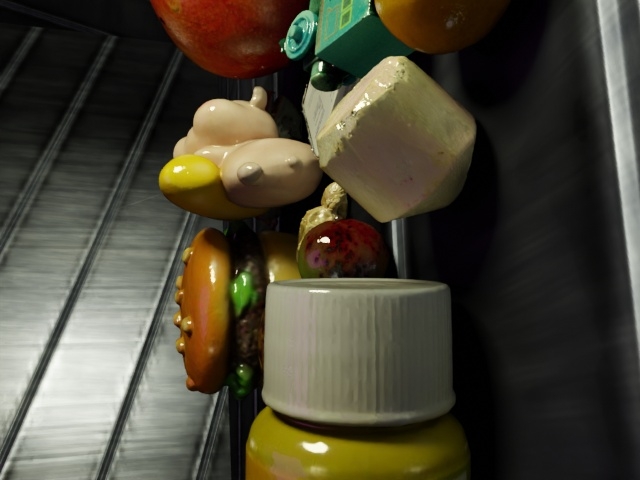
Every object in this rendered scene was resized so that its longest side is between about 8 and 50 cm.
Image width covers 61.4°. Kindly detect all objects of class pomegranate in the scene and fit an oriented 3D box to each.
[{"bbox_3d":[0.036,0.045,0.732,0.129,0.129,0.159,118,141,-57],"label":"pomegranate"}]

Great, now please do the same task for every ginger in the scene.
[{"bbox_3d":[-0.002,0.003,0.933,0.115,0.081,0.205,-91,12,-50],"label":"ginger"}]

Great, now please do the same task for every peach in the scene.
[{"bbox_3d":[-0.163,-0.511,1.075,0.388,0.388,0.388,-179,90,-74],"label":"peach"}]

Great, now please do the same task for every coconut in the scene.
[{"bbox_3d":[0.084,-0.094,0.552,0.147,0.152,0.147,-46,16,18],"label":"coconut"}]

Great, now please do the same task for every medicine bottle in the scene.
[{"bbox_3d":[0.019,-0.267,0.937,0.201,0.052,0.171,108,157,-43],"label":"medicine bottle"},{"bbox_3d":[0.035,0.234,0.542,0.224,0.224,0.384,179,91,-74],"label":"medicine bottle"}]

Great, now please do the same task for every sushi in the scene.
[{"bbox_3d":[-0.114,-0.183,1.278,0.124,0.130,0.332,-102,26,-52],"label":"sushi"}]

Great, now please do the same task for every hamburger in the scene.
[{"bbox_3d":[-0.189,0.146,1.221,0.396,0.277,0.396,-178,90,-72],"label":"hamburger"}]

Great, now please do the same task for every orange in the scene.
[{"bbox_3d":[0.110,-0.254,0.499,0.156,0.124,0.156,-176,90,-71],"label":"orange"}]

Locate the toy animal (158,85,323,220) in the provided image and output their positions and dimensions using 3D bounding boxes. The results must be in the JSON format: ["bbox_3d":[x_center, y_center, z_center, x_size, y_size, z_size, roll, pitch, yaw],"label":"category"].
[{"bbox_3d":[-0.173,-0.181,1.058,0.345,0.277,0.247,-14,76,51],"label":"toy animal"}]

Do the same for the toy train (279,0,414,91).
[{"bbox_3d":[0.049,-0.353,0.725,0.194,0.120,0.298,-17,64,52],"label":"toy train"}]

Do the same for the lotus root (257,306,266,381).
[{"bbox_3d":[-0.034,0.201,0.925,0.169,0.141,0.314,108,156,-55],"label":"lotus root"}]
